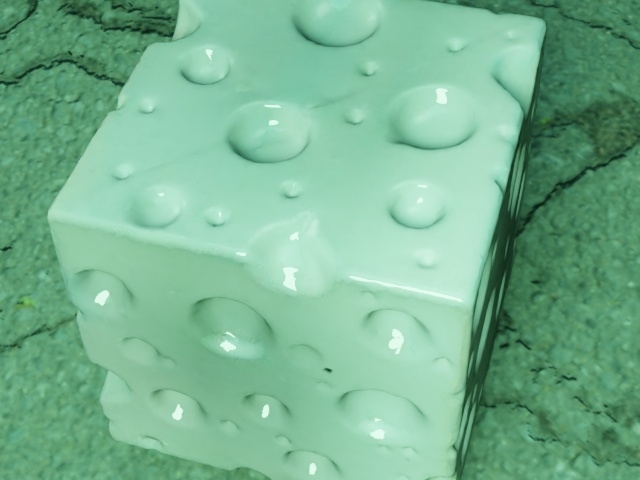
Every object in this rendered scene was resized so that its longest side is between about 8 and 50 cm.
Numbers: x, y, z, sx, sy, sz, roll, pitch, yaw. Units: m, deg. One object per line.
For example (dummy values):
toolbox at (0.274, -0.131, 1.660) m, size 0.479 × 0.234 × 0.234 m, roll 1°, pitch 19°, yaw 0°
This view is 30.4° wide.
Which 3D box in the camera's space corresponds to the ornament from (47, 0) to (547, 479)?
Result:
ornament at (0.000, 0.000, 0.767) m, size 0.239 × 0.239 × 0.239 m, roll 12°, pitch 51°, yaw 11°
